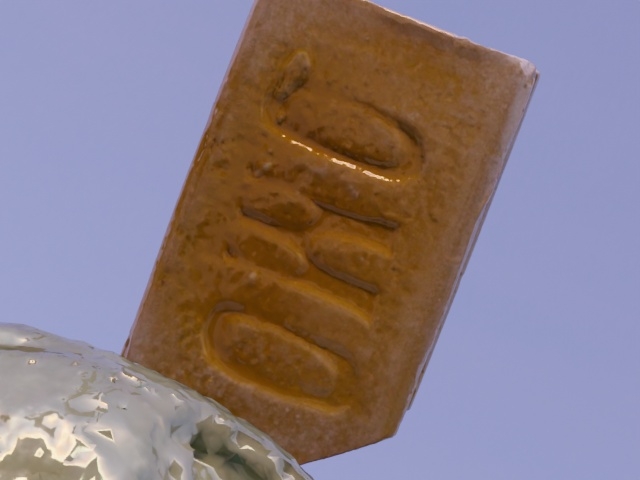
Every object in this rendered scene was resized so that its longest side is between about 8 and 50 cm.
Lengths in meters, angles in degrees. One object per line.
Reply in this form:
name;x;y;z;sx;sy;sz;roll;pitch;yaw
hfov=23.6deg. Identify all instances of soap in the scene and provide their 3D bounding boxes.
soap;0.000;0.000;0.745;0.140;0.073;0.232;22;-84;8

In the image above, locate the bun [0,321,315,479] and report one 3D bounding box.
bun;-0.089;0.118;0.405;0.221;0.108;0.221;11;-55;15
